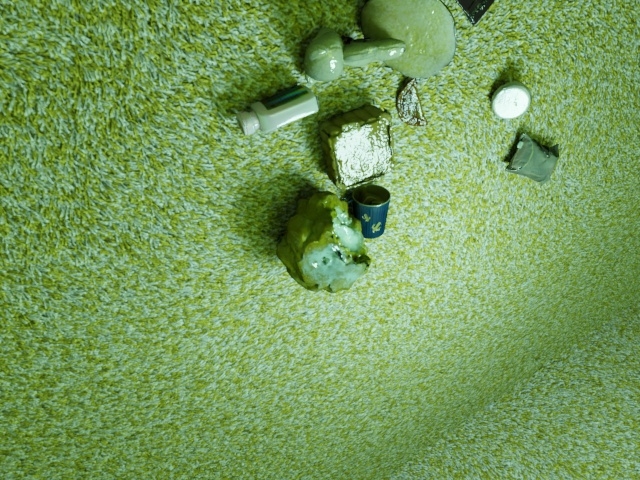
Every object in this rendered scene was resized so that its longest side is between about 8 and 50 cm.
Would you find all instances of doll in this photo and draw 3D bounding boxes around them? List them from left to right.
[{"bbox_3d":[0.088,-0.525,1.375,0.278,0.149,0.175,-9,166,-8],"label":"doll"}]

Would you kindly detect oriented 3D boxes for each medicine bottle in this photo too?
[{"bbox_3d":[-0.124,-0.360,1.397,0.219,0.115,0.078,-26,131,-13],"label":"medicine bottle"}]

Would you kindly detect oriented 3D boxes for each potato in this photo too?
[{"bbox_3d":[0.262,-0.616,1.425,0.299,0.116,0.239,32,144,-21],"label":"potato"}]

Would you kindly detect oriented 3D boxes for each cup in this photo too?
[{"bbox_3d":[0.154,-0.097,1.748,0.176,0.131,0.155,0,129,4],"label":"cup"}]

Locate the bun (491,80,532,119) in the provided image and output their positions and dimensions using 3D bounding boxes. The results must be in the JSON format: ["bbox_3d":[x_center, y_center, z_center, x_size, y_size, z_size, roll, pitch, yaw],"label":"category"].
[{"bbox_3d":[0.682,-0.511,1.801,0.138,0.094,0.138,4,129,6],"label":"bun"}]

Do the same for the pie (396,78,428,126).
[{"bbox_3d":[0.293,-0.445,1.648,0.088,0.033,0.191,-23,133,4],"label":"pie"}]

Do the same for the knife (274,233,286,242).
[{"bbox_3d":[-0.039,0.023,1.768,0.296,0.026,0.044,19,112,-41],"label":"knife"}]

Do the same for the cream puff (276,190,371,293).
[{"bbox_3d":[0.000,0.007,1.641,0.274,0.270,0.323,-31,123,16],"label":"cream puff"}]

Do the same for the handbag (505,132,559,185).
[{"bbox_3d":[0.860,-0.330,2.015,0.270,0.117,0.182,10,106,-34],"label":"handbag"}]

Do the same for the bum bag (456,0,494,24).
[{"bbox_3d":[0.474,-0.760,1.549,0.159,0.026,0.109,29,104,-40],"label":"bum bag"}]

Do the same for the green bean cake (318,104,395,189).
[{"bbox_3d":[0.117,-0.296,1.577,0.230,0.131,0.224,-21,127,-14],"label":"green bean cake"}]
